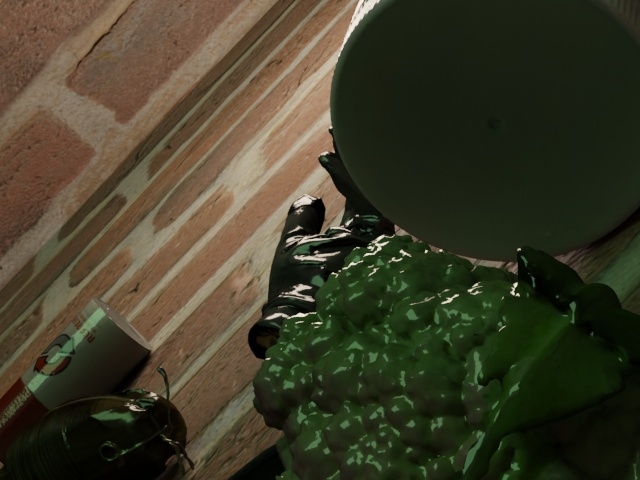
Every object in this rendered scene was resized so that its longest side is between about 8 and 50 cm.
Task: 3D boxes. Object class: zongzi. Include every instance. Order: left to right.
[{"bbox_3d":[-0.205,0.181,1.604,0.248,0.111,0.241,-31,16,30],"label":"zongzi"}]

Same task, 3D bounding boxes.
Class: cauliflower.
[{"bbox_3d":[0.109,0.118,0.822,0.256,0.315,0.238,-2,78,26],"label":"cauliflower"}]

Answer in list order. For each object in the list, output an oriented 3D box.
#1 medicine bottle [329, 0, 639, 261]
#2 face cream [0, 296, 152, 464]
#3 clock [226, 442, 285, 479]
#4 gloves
[{"bbox_3d":[0.150,-0.149,1.210,0.252,0.252,0.241,-36,19,33],"label":"medicine bottle"},{"bbox_3d":[-0.309,0.177,1.875,0.214,0.096,0.096,-47,16,0],"label":"face cream"},{"bbox_3d":[-0.046,0.274,1.016,0.386,0.076,0.386,-42,16,16],"label":"clock"},{"bbox_3d":[0.005,0.010,1.457,0.142,0.119,0.285,-15,48,42],"label":"gloves"}]
